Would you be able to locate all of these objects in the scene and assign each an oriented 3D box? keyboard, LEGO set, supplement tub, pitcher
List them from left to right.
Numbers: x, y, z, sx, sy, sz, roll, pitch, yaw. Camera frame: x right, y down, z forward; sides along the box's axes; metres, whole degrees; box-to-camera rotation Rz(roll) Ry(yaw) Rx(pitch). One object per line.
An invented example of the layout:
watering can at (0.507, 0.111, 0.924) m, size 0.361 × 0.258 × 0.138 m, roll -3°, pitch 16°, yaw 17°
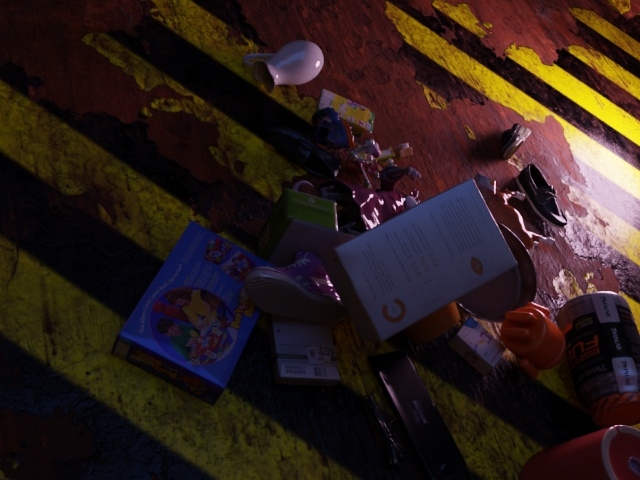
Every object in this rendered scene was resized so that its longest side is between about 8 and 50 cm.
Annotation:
pitcher at (-0.111, -0.529, 2.177) m, size 0.207 × 0.126 × 0.177 m, roll -29°, pitch 55°, yaw -30°
LEGO set at (0.167, -0.209, 2.071) m, size 0.287 × 0.132 × 0.107 m, roll -5°, pitch 71°, yaw -60°
keyboard at (0.186, 0.394, 1.629) m, size 0.201 × 0.033 × 0.317 m, roll -4°, pitch 55°, yaw -39°
supplement tub at (0.740, 0.307, 1.896) m, size 0.193 × 0.194 × 0.316 m, roll 14°, pitch 48°, yaw -19°

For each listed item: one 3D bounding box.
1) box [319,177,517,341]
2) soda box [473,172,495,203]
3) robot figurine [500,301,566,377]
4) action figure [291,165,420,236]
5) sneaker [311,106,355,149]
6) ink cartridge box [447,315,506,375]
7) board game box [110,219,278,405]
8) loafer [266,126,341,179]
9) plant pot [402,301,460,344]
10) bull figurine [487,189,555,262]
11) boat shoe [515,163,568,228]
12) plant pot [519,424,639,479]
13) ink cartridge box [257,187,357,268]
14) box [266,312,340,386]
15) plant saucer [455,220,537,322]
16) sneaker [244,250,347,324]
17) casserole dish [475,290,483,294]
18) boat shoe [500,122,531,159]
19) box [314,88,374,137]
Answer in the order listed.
box at (0.206, 0.045, 1.583) m, size 0.345 × 0.168 × 0.215 m, roll -27°, pitch 88°, yaw -13°
soda box at (0.418, -0.101, 2.060) m, size 0.058 × 0.183 × 0.063 m, roll 25°, pitch 44°, yaw -9°
robot figurine at (0.540, 0.247, 1.851) m, size 0.219 × 0.128 × 0.158 m, roll 37°, pitch 24°, yaw -41°
action figure at (0.141, -0.066, 1.925) m, size 0.370 × 0.275 × 0.248 m, roll -19°, pitch 107°, yaw -54°
sneaker at (0.017, -0.312, 2.047) m, size 0.087 × 0.083 × 0.221 m, roll -18°, pitch 29°, yaw -15°
ink cartridge box at (0.392, 0.264, 1.836) m, size 0.122 × 0.052 × 0.088 m, roll 43°, pitch 45°, yaw 7°
board game box at (-0.252, 0.143, 1.557) m, size 0.233 × 0.078 × 0.347 m, roll 29°, pitch 45°, yaw -5°
loafer at (-0.046, -0.235, 1.987) m, size 0.223 × 0.076 × 0.078 m, roll 28°, pitch 37°, yaw -11°
plant pot at (0.235, 0.140, 1.765) m, size 0.205 × 0.205 × 0.188 m, roll -29°, pitch 86°, yaw -42°
bull figurine at (0.564, -0.026, 2.141) m, size 0.188 × 0.101 × 0.311 m, roll 0°, pitch 56°, yaw -34°
boat shoe at (0.712, -0.139, 2.333) m, size 0.084 × 0.079 × 0.233 m, roll -11°, pitch 61°, yaw -37°
plant pot at (0.612, 0.539, 1.597) m, size 0.274 × 0.243 × 0.275 m, roll 15°, pitch 47°, yaw -17°
ink cartridge box at (0.000, 0.000, 1.741) m, size 0.255 × 0.189 × 0.097 m, roll 14°, pitch 47°, yaw -21°
box at (-0.041, 0.231, 1.631) m, size 0.145 × 0.038 × 0.186 m, roll 7°, pitch 51°, yaw -25°
plant saucer at (0.430, 0.079, 1.947) m, size 0.310 × 0.050 × 0.311 m, roll 10°, pitch 60°, yaw -19°
sneaker at (-0.069, 0.083, 1.619) m, size 0.282 × 0.102 × 0.161 m, roll 27°, pitch 36°, yaw -44°
casserole dish at (0.440, 0.108, 2.004) m, size 0.188 × 0.037 × 0.114 m, roll -21°, pitch 66°, yaw -40°
boat shoe at (0.639, -0.337, 2.459) m, size 0.073 × 0.080 × 0.223 m, roll 37°, pitch 40°, yaw 11°
box at (0.075, -0.378, 2.199) m, size 0.179 × 0.043 × 0.105 m, roll 21°, pitch 46°, yaw -9°
